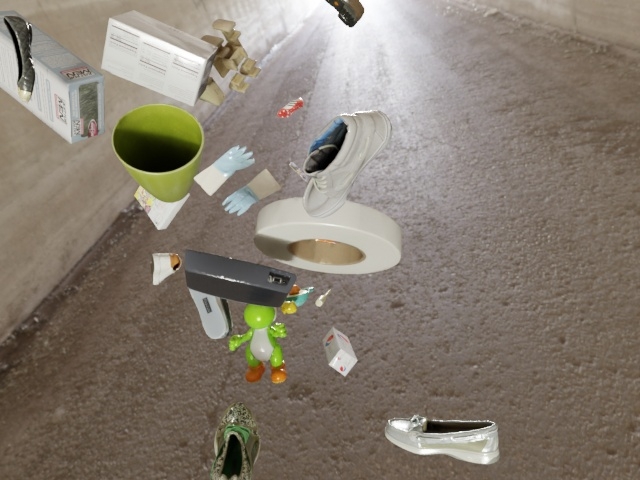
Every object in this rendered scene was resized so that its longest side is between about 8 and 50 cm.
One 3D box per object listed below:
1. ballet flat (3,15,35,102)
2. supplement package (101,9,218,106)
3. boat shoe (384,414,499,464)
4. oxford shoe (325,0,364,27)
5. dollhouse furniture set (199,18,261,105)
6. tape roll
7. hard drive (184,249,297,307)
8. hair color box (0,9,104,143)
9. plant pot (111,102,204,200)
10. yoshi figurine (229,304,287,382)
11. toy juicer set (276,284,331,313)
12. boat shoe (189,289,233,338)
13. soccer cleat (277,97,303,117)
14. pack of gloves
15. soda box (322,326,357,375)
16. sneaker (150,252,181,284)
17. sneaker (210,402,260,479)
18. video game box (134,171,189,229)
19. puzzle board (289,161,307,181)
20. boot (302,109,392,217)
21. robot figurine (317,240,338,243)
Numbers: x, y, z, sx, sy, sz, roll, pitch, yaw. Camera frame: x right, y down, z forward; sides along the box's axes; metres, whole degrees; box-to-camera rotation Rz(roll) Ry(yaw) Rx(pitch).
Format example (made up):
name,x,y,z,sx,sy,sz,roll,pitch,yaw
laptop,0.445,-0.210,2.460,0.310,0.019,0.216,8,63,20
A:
name,x,y,z,sx,sy,sz,roll,pitch,yaw
ballet flat,-0.647,-0.387,0.934,0.057,0.173,0.049,10,14,38
supplement package,-0.459,-0.533,1.271,0.261,0.145,0.204,20,30,-15
boat shoe,0.339,0.546,1.243,0.320,0.103,0.118,-1,3,31
oxford shoe,0.064,-0.841,1.468,0.096,0.227,0.082,-50,23,-12
dollhouse furniture set,-0.371,-0.621,1.549,0.160,0.212,0.242,25,76,28
tape roll,0.020,0.002,1.146,0.391,0.392,0.072,-3,67,25
hard drive,-0.194,0.097,1.026,0.254,0.172,0.054,14,63,-9
hair color box,-0.778,-0.460,1.218,0.374,0.186,0.113,37,43,11
plant pot,-0.528,-0.260,1.485,0.274,0.294,0.275,4,64,-9
yoshi figurine,-0.221,0.354,1.614,0.203,0.363,0.202,-11,11,-39
toy juicer set,-0.105,0.238,1.832,0.328,0.090,0.209,-10,6,-6
boat shoe,-0.385,0.201,1.566,0.113,0.307,0.105,-27,-14,8
soccer cleat,-0.086,-0.380,1.246,0.083,0.029,0.036,-27,45,14
pack of gloves,-0.269,-0.199,1.439,0.232,0.195,0.046,-29,25,27
soda box,0.063,0.377,1.501,0.069,0.073,0.216,-53,9,3
sneaker,-0.667,0.124,1.880,0.122,0.106,0.290,-8,-12,-27
sneaker,-0.256,0.637,1.346,0.157,0.182,0.410,8,23,-10
video game box,-0.621,-0.177,1.698,0.205,0.187,0.048,-45,-11,28
puzzle board,-0.090,-0.288,1.808,0.011,0.096,0.128,-44,12,10
boot,0.009,-0.127,0.769,0.123,0.258,0.095,-14,62,-44
robot figurine,-0.001,-0.001,1.955,0.128,0.219,0.158,8,61,33
